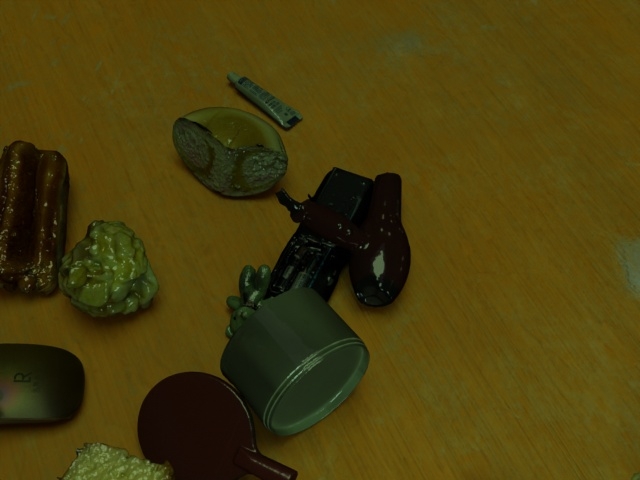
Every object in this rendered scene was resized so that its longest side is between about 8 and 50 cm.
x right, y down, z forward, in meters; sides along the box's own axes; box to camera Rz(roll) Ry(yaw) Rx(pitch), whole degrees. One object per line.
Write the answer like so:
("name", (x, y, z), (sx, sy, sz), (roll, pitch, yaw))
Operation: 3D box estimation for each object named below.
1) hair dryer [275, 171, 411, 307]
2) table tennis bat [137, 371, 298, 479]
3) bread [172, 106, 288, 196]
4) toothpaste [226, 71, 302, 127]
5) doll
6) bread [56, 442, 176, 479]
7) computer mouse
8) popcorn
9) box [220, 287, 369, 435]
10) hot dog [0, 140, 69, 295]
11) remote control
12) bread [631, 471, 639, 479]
("hair dryer", (0.045, -0.056, 1.831), (0.340, 0.123, 0.312), (31, 48, -34))
("table tennis bat", (-0.182, 0.344, 1.598), (0.310, 0.038, 0.200), (23, 89, 20))
("bread", (-0.179, -0.196, 2.024), (0.261, 0.158, 0.156), (35, 48, 23))
("toothpaste", (-0.138, -0.334, 2.196), (0.216, 0.037, 0.062), (37, 59, 19))
("doll", (-0.138, 0.119, 1.795), (0.115, 0.077, 0.150), (0, 76, 22))
("bread", (-0.355, 0.497, 1.450), (0.194, 0.179, 0.340), (20, 56, 15))
("computer mouse", (-0.586, 0.266, 1.687), (0.311, 0.071, 0.158), (-1, 50, -3))
("popcorn", (-0.412, 0.058, 1.780), (0.185, 0.187, 0.167), (-34, 61, -30))
("box", (-0.044, 0.216, 1.649), (0.226, 0.226, 0.149), (-30, 59, -23))
("hot dog", (-0.599, -0.042, 1.897), (0.158, 0.117, 0.348), (13, 55, -28))
("remote control", (0.000, 0.000, 1.924), (0.145, 0.062, 0.398), (19, 54, 12))
("bread", (0.614, 0.481, 1.519), (0.262, 0.162, 0.204), (10, 47, -24))
